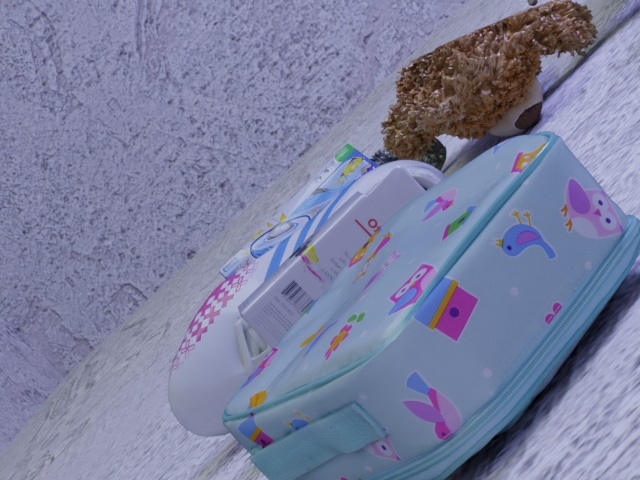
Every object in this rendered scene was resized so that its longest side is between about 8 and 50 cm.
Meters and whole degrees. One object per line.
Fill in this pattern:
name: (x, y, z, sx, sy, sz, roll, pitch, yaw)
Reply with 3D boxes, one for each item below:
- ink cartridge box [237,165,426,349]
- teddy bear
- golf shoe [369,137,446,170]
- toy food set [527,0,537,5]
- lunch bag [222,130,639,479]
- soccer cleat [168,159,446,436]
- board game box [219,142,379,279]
ink cartridge box: (0.032, 0.033, 1.572, 0.181, 0.104, 0.061, -44, 7, 0)
teddy bear: (0.169, -0.161, 1.963, 0.245, 0.113, 0.338, -26, 4, -16)
golf shoe: (0.068, -0.055, 2.119, 0.176, 0.069, 0.086, -40, -5, 4)
toy food set: (0.273, -0.326, 1.924, 0.192, 0.038, 0.132, -40, 45, 55)
lunch bag: (0.061, 0.063, 1.171, 0.224, 0.108, 0.279, -51, 8, -27)
soccer cleat: (-0.011, 0.046, 1.704, 0.331, 0.116, 0.143, -45, 6, -6)
board game box: (0.000, 0.000, 2.017, 0.201, 0.035, 0.136, -45, 39, -4)
